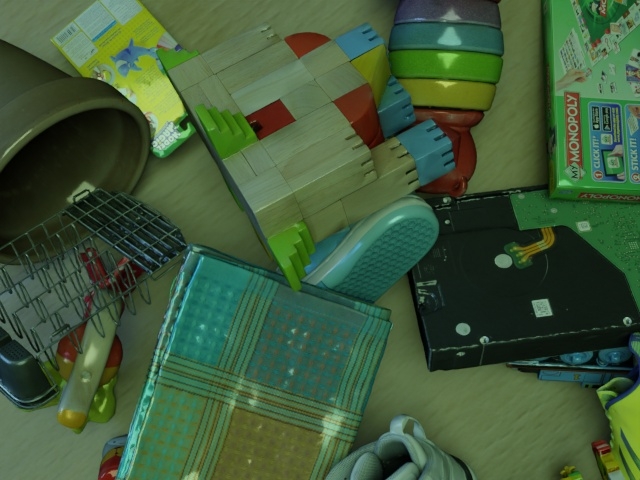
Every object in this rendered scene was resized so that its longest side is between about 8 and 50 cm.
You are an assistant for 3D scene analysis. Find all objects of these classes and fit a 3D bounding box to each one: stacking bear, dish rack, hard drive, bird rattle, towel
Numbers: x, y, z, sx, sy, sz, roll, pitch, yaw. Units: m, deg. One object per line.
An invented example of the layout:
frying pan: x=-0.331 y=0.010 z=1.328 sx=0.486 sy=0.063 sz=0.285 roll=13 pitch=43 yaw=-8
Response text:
stacking bear: x=0.157 y=-0.203 z=1.218 sx=0.164 sy=0.175 sz=0.289 roll=-3 pitch=100 yaw=-43
dish rack: x=-0.295 y=0.049 z=1.085 sx=0.208 sy=0.074 sz=0.271 roll=31 pitch=55 yaw=33
hard drive: x=0.283 y=0.036 z=1.194 sx=0.338 sy=0.064 sz=0.237 roll=-8 pitch=54 yaw=-2
bird rattle: x=-0.279 y=0.131 z=1.169 sx=0.143 sy=0.207 sz=0.254 roll=27 pitch=95 yaw=-18
towel: x=-0.083 y=0.218 z=1.086 sx=0.271 sy=0.040 sz=0.370 roll=19 pitch=85 yaw=-17

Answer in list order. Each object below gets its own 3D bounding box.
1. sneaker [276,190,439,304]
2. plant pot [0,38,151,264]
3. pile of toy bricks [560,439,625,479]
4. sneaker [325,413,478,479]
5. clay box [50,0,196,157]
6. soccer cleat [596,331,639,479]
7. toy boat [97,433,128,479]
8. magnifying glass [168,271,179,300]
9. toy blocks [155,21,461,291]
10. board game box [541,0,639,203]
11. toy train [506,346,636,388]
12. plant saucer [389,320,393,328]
sneaker: x=0.000 y=0.000 z=1.227 sx=0.319 sy=0.127 sz=0.208 roll=-40 pitch=50 yaw=22
plant pot: x=-0.384 y=-0.137 z=1.172 sx=0.263 sy=0.263 sz=0.229 roll=-45 pitch=69 yaw=-4
pile of toy bricks: x=0.343 y=0.345 z=1.207 sx=0.118 sy=0.105 sz=0.212 roll=-18 pitch=126 yaw=4
sneaker: x=0.061 y=0.385 z=1.093 sx=0.137 sy=0.210 sz=0.366 roll=12 pitch=60 yaw=36
clay box: x=-0.242 y=-0.226 z=1.258 sx=0.127 sy=0.053 sz=0.222 roll=-41 pitch=89 yaw=-4
soccer cleat: x=0.403 y=0.225 z=1.173 sx=0.121 sy=0.093 sz=0.289 roll=15 pitch=129 yaw=12
toy boat: x=-0.144 y=0.353 z=1.190 sx=0.318 sy=0.148 sz=0.267 roll=34 pitch=91 yaw=-6
magnifying glass: x=-0.152 y=0.143 z=1.250 sx=0.092 sy=0.026 sz=0.231 roll=-6 pitch=87 yaw=-2
toy blocks: x=-0.008 y=-0.153 z=1.121 sx=0.261 sy=0.191 sz=0.381 roll=-29 pitch=50 yaw=-7
board game box: x=0.409 y=-0.203 z=1.236 sx=0.213 sy=0.046 sz=0.317 roll=3 pitch=71 yaw=-1
toy train: x=0.329 y=0.144 z=1.220 sx=0.184 sy=0.105 sz=0.080 roll=1 pitch=49 yaw=5
plant saucer: x=0.025 y=0.180 z=1.255 sx=0.067 sy=0.018 sz=0.192 roll=29 pitch=87 yaw=1
